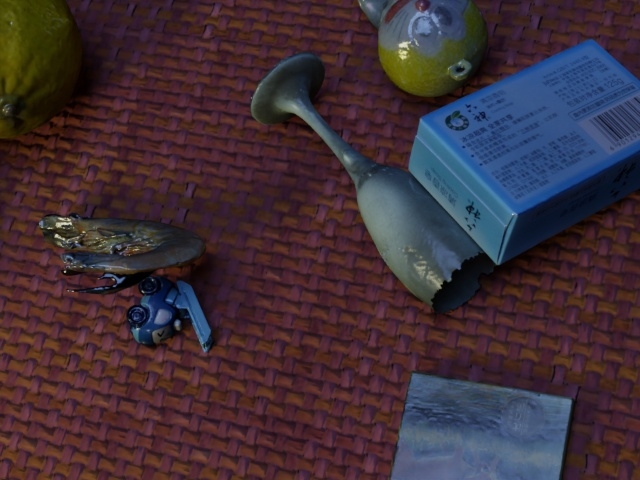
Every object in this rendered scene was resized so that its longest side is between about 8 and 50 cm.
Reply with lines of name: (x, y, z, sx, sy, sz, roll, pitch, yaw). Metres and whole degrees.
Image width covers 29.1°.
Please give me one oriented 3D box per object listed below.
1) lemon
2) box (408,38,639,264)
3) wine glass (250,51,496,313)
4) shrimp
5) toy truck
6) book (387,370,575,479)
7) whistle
lemon: (-0.366, -0.216, 1.392, 0.192, 0.192, 0.231, -27, 54, 1)
box: (0.220, -0.091, 1.202, 0.232, 0.083, 0.142, -27, 60, -24)
wine glass: (0.000, 0.000, 1.290, 0.264, 0.096, 0.309, -49, 62, 16)
shrimp: (-0.230, 0.011, 1.293, 0.219, 0.152, 0.046, 9, 111, 28)
toy truck: (-0.151, 0.080, 1.282, 0.090, 0.056, 0.073, 17, 67, 8)
book: (0.139, 0.242, 1.146, 0.160, 0.024, 0.228, 9, 68, 15)
whistle: (0.100, -0.239, 1.333, 0.123, 0.123, 0.223, -33, 48, -2)
